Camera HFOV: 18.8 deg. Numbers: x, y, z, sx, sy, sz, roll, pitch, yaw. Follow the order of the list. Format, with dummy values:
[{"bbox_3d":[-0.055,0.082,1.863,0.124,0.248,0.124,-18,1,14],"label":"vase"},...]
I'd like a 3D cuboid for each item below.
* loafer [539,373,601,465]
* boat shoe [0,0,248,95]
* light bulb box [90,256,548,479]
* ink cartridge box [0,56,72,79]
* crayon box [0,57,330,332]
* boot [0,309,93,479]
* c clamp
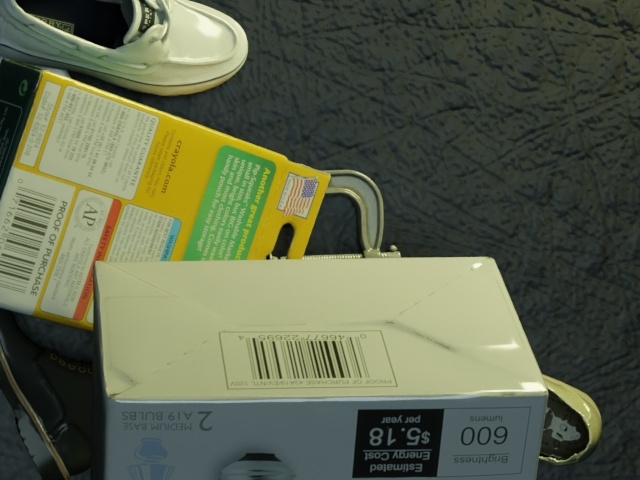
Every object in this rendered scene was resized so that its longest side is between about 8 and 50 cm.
[{"bbox_3d":[0.146,0.141,1.810,0.269,0.092,0.101,16,88,-7],"label":"loafer"},{"bbox_3d":[-0.173,-0.188,1.734,0.258,0.084,0.095,1,77,-29],"label":"boat shoe"},{"bbox_3d":[-0.017,0.220,1.655,0.358,0.225,0.361,-1,119,-7],"label":"light bulb box"},{"bbox_3d":[-0.319,-0.123,1.763,0.180,0.060,0.104,-32,95,-6],"label":"ink cartridge box"},{"bbox_3d":[-0.164,-0.015,1.721,0.323,0.083,0.203,18,91,-38],"label":"crayon box"},{"bbox_3d":[-0.231,0.112,1.778,0.137,0.077,0.197,-25,107,-11],"label":"boot"},{"bbox_3d":[0.000,0.000,1.825,0.161,0.022,0.137,3,90,-7],"label":"c clamp"}]
